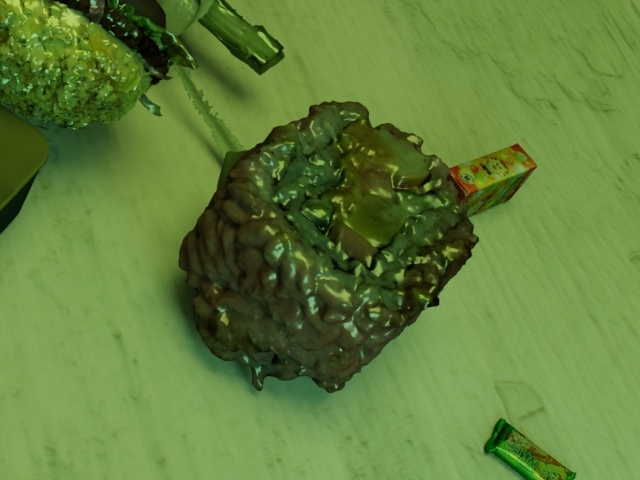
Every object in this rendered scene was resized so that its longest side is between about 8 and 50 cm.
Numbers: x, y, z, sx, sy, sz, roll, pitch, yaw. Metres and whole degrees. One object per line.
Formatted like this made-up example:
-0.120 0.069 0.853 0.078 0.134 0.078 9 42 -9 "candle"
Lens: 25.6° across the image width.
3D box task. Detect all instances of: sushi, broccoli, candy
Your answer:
0.000 0.000 1.276 0.236 0.171 0.270 37 41 4 "sushi"
-0.120 -0.244 1.459 0.204 0.118 0.122 45 19 17 "broccoli"
0.170 -0.059 1.501 0.122 0.062 0.038 -22 66 -40 "candy"

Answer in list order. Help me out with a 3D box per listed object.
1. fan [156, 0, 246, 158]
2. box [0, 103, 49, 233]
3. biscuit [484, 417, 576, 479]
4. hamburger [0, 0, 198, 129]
-0.167 -0.219 1.410 0.233 0.012 0.414 -28 84 0 "fan"
-0.336 -0.040 1.168 0.144 0.090 0.201 33 44 -1 "box"
0.196 0.206 1.318 0.089 0.016 0.046 38 44 5 "biscuit"
-0.244 -0.180 1.262 0.262 0.243 0.138 28 79 -35 "hamburger"
